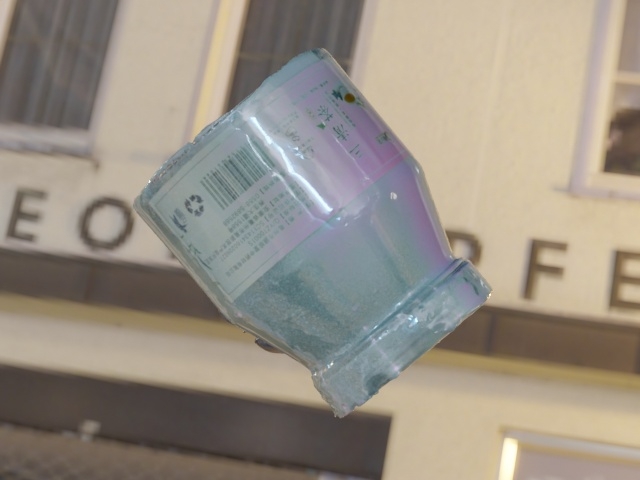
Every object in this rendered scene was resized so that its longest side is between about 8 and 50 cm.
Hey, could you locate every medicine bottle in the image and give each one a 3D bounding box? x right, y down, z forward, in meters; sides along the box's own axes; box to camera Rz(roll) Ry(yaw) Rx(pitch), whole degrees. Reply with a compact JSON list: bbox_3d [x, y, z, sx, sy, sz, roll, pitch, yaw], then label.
[{"bbox_3d":[0.000,0.000,1.495,0.290,0.245,0.245,51,-20,0],"label":"medicine bottle"}]

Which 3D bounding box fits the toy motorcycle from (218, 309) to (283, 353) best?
[{"bbox_3d":[-0.009,0.068,1.644,0.193,0.124,0.061,-23,-6,-23],"label":"toy motorcycle"}]
